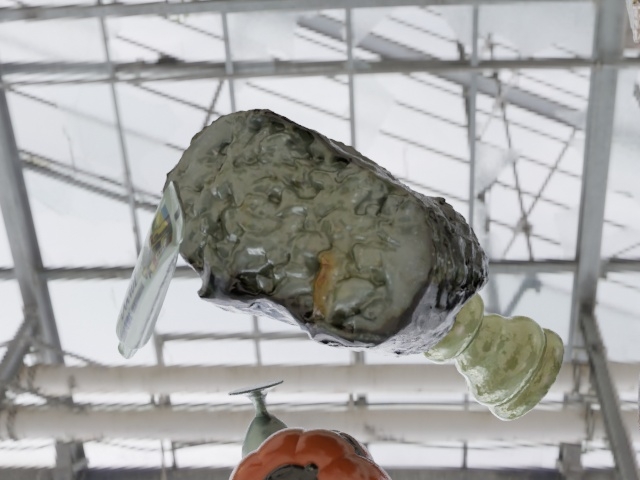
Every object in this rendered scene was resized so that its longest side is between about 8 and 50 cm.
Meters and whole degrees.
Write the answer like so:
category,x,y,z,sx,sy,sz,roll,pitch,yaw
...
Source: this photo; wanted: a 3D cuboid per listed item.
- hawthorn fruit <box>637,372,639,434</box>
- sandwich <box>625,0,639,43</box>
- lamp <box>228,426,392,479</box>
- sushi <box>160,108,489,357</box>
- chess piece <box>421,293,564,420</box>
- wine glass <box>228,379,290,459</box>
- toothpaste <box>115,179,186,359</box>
category,x,y,z,sx,sy,sz,roll,pitch,yaw
hawthorn fruit,0.504,0.165,1.170,0.324,0.308,0.308,-29,-145,-6
sandwich,0.385,-0.301,1.276,0.113,0.079,0.163,-8,173,-18
lamp,-0.006,0.294,1.096,0.187,0.164,0.188,-11,-121,19
sushi,0.000,0.000,1.078,0.350,0.211,0.171,22,178,28
chess piece,0.191,0.121,1.412,0.251,0.144,0.144,34,-154,-16
wine glass,-0.075,0.318,1.559,0.092,0.202,0.093,-12,176,-1
toothpaste,-0.165,0.042,1.002,0.037,0.255,0.067,2,-126,-23
